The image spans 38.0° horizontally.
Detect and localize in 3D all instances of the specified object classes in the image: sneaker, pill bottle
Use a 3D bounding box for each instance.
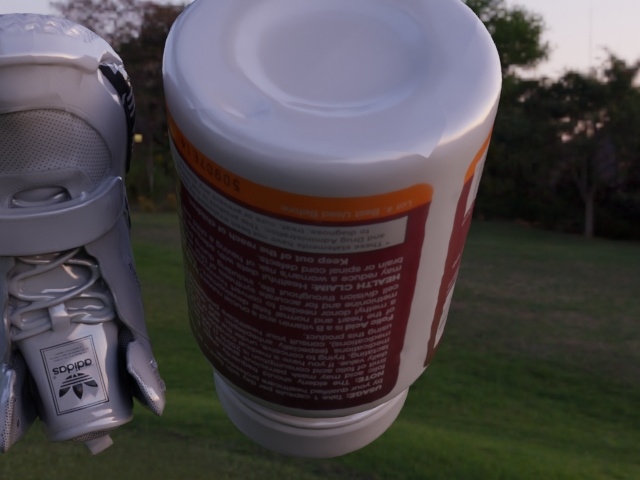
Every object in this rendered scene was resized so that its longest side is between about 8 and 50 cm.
[{"bbox_3d":[-0.179,0.019,0.648,0.137,0.210,0.366,-11,-23,-15],"label":"sneaker"},{"bbox_3d":[0.000,0.000,0.743,0.224,0.224,0.392,0,-40,-3],"label":"pill bottle"}]
